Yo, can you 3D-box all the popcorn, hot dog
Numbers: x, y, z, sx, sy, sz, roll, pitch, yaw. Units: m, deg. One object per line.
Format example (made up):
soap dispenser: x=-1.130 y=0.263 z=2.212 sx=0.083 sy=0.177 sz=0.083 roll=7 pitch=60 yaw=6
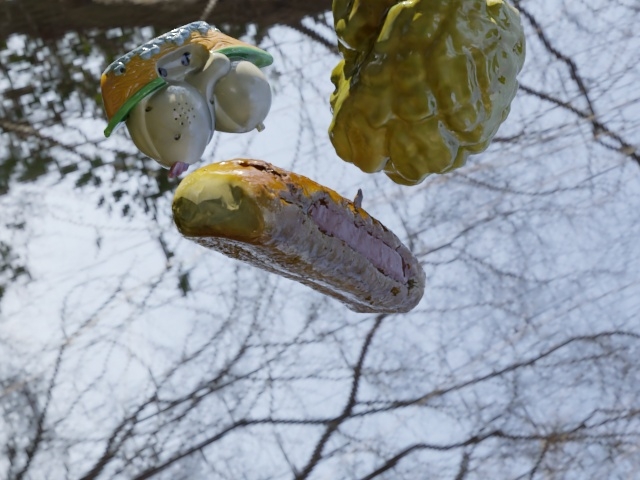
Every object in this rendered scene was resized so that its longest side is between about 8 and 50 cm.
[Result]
popcorn: x=0.071 y=-0.120 z=0.801 sx=0.173 sy=0.142 sz=0.173 roll=-4 pitch=-95 yaw=61
hot dog: x=-0.002 y=0.003 z=0.702 sx=0.088 sy=0.286 sz=0.061 roll=0 pitch=-103 yaw=18

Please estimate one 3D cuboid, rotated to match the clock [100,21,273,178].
clock: x=-0.144 y=-0.161 z=1.249 sx=0.144 sy=0.231 sz=0.103 roll=56 pitch=-28 yaw=1
